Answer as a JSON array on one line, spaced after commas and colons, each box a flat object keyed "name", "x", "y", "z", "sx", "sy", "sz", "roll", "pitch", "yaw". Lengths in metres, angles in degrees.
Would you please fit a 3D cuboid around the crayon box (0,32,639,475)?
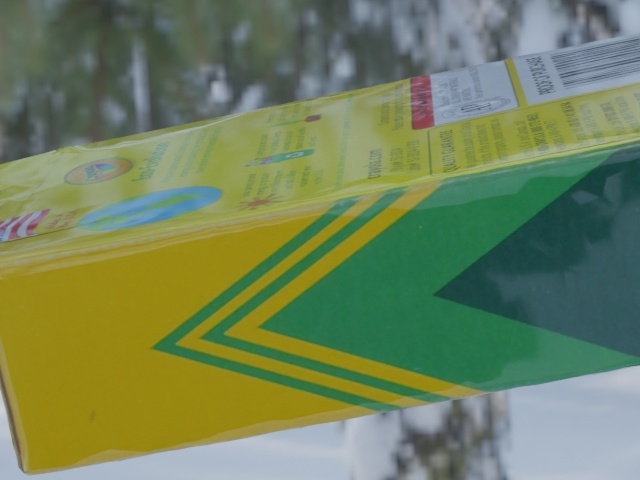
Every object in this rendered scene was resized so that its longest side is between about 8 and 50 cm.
[{"name": "crayon box", "x": 0.000, "y": 0.000, "z": 0.723, "sx": 0.318, "sy": 0.081, "sz": 0.202, "roll": -10, "pitch": 14, "yaw": 6}]
